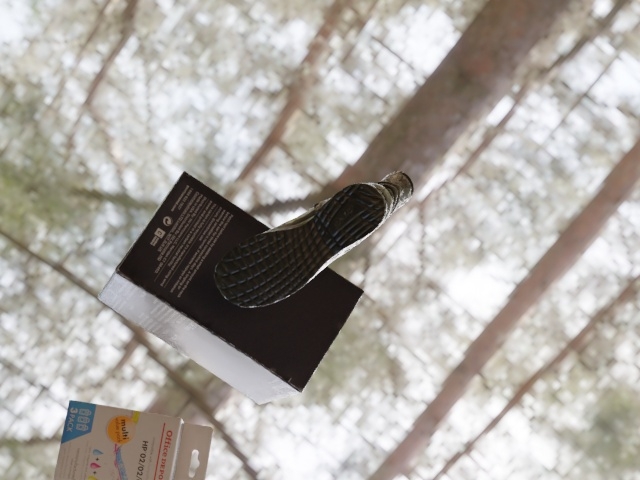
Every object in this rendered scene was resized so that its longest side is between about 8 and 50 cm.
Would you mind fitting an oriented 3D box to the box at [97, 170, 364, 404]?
[{"bbox_3d":[-0.143,0.081,2.307,0.312,0.179,0.343,35,166,-6],"label":"box"}]

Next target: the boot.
[{"bbox_3d":[0.000,0.000,1.901,0.083,0.246,0.161,61,-163,2],"label":"boot"}]

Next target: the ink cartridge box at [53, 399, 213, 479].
[{"bbox_3d":[-0.232,0.266,1.943,0.181,0.104,0.061,9,168,1],"label":"ink cartridge box"}]
